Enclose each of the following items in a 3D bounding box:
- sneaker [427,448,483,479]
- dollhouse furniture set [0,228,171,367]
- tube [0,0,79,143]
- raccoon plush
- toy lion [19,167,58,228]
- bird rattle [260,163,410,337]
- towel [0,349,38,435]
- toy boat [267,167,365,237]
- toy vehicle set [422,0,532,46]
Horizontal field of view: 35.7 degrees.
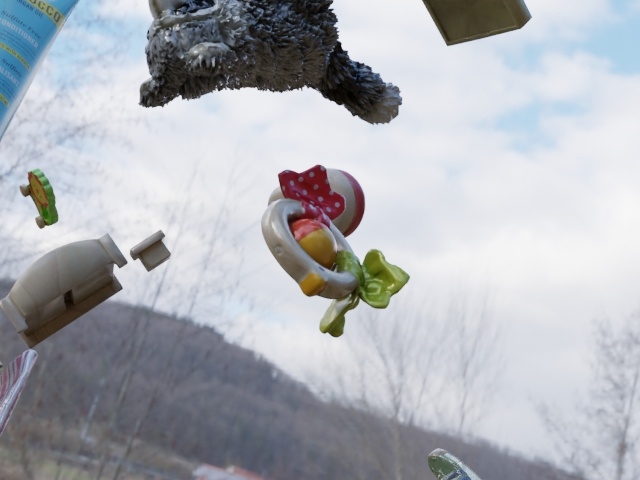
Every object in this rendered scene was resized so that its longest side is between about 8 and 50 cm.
[{"bbox_3d":[0.230,0.433,1.693,0.192,0.086,0.064,34,-33,46],"label":"sneaker"},{"bbox_3d":[-0.344,0.015,1.092,0.174,0.355,0.303,55,-18,2],"label":"dollhouse furniture set"},{"bbox_3d":[-0.247,-0.154,0.780,0.052,0.207,0.080,-24,-48,36],"label":"tube"},{"bbox_3d":[-0.056,-0.249,1.454,0.446,0.299,0.216,27,-42,-15],"label":"raccoon plush"},{"bbox_3d":[-0.478,-0.074,1.709,0.096,0.034,0.100,-10,-74,56],"label":"toy lion"},{"bbox_3d":[0.000,0.000,1.379,0.143,0.253,0.207,-34,-16,24],"label":"bird rattle"},{"bbox_3d":[-0.462,0.243,1.370,0.029,0.144,0.197,32,-45,-21],"label":"towel"},{"bbox_3d":[0.010,-0.060,2.004,0.151,0.151,0.231,-4,-11,-41],"label":"toy boat"},{"bbox_3d":[0.206,-0.438,1.562,0.166,0.035,0.267,0,-50,52],"label":"toy vehicle set"}]
